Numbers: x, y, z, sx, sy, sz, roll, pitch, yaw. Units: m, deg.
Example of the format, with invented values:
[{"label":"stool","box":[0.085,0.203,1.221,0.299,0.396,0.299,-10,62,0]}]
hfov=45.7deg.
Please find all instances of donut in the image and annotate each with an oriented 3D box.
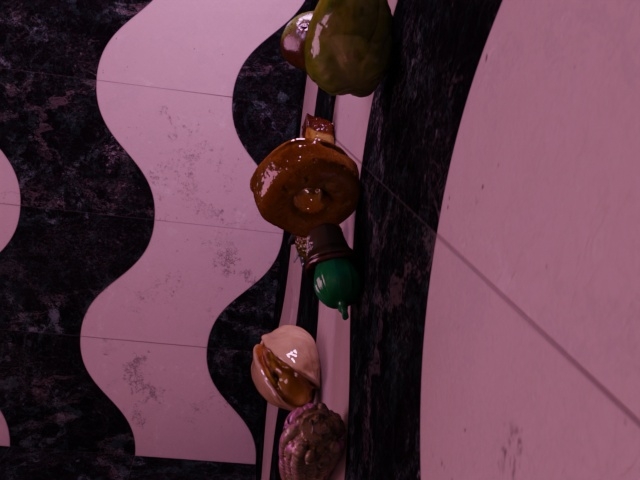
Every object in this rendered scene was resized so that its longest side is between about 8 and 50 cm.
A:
[{"label":"donut","box":[-0.027,-0.106,1.539,0.226,0.227,0.114,102,161,-44]},{"label":"donut","box":[-0.007,-0.260,2.112,0.141,0.085,0.217,110,164,-64]}]

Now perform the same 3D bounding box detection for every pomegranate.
[{"label":"pomegranate","box":[-0.016,-0.558,2.199,0.210,0.180,0.180,41,-131,-62]}]

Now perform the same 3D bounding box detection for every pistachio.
[{"label":"pistachio","box":[-0.078,0.319,1.890,0.299,0.187,0.187,-126,42,-72]}]

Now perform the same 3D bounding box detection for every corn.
[{"label":"corn","box":[-0.029,0.424,1.492,0.335,0.127,0.126,104,170,-55]}]

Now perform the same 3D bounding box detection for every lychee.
[{"label":"lychee","box":[0.000,0.000,1.695,0.146,0.114,0.114,-132,45,-55]}]

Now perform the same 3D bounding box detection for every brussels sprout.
[{"label":"brussels sprout","box":[0.050,-0.356,1.330,0.223,0.161,0.223,179,90,-83]}]

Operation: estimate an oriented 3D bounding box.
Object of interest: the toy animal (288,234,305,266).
[{"label":"toy animal","box":[-0.052,-0.023,2.299,0.137,0.082,0.269,108,168,-65]}]

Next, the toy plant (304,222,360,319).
[{"label":"toy plant","box":[0.025,0.069,1.452,0.143,0.105,0.200,91,170,-62]}]
